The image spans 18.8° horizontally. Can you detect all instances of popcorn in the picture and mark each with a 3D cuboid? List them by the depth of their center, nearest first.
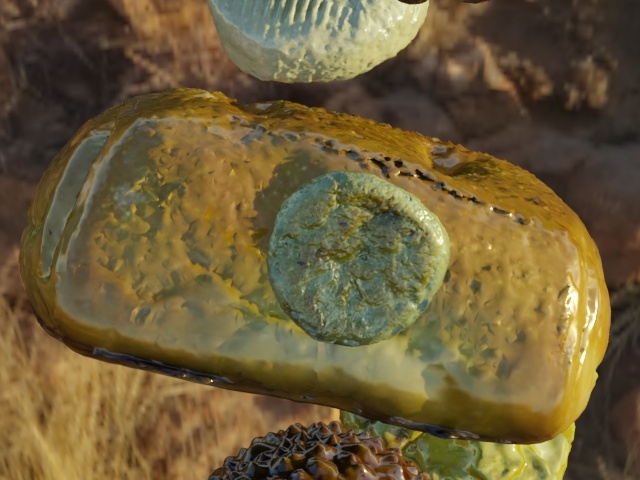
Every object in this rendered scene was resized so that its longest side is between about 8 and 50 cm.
[{"bbox_3d":[0.112,0.158,1.604,0.173,0.195,0.168,-41,47,7],"label":"popcorn"}]

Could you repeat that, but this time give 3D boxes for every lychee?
[{"bbox_3d":[0.009,0.235,1.348,0.238,0.200,0.200,38,56,-25],"label":"lychee"}]

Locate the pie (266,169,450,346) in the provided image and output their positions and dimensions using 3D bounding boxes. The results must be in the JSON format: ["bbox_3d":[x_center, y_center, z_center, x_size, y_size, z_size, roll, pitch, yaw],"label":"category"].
[{"bbox_3d":[0.014,0.008,0.855,0.084,0.084,0.021,-7,20,-3],"label":"pie"}]

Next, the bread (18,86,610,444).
[{"bbox_3d":[0.002,-0.008,1.154,0.337,0.328,0.148,14,101,1],"label":"bread"}]

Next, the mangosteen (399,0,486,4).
[{"bbox_3d":[0.109,-0.258,1.599,0.152,0.152,0.152,0,57,1],"label":"mangosteen"}]

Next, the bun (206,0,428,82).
[{"bbox_3d":[-0.005,-0.236,1.812,0.220,0.134,0.220,1,61,-3],"label":"bun"}]
